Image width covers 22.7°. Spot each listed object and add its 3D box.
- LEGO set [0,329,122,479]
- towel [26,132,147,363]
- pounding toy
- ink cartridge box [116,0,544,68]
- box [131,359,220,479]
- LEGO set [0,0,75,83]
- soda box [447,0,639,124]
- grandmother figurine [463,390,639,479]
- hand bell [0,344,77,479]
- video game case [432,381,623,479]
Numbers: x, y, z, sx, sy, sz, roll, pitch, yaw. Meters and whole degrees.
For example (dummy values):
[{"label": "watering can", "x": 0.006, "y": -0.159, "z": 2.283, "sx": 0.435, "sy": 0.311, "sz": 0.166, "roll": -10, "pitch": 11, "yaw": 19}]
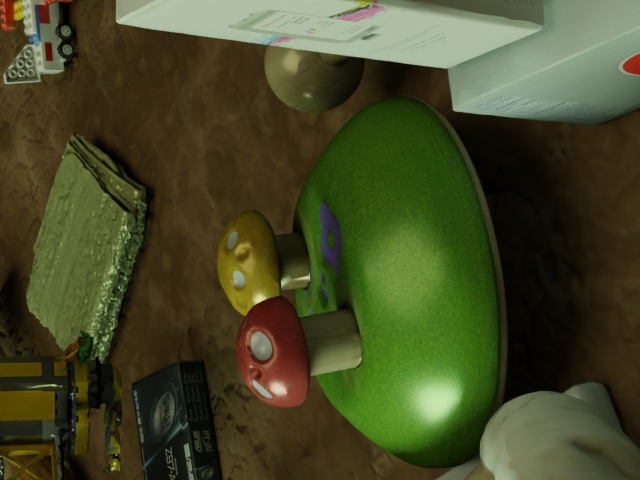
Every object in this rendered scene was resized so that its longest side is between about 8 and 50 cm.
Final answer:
[{"label": "LEGO set", "x": -0.109, "y": 0.227, "z": 0.953, "sx": 0.255, "sy": 0.192, "sz": 0.331, "roll": -111, "pitch": 24, "yaw": -59}, {"label": "towel", "x": -0.164, "y": 0.009, "z": 1.117, "sx": 0.110, "sy": 0.027, "sz": 0.148, "roll": 43, "pitch": 122, "yaw": 45}, {"label": "pounding toy", "x": 0.000, "y": 0.000, "z": 0.767, "sx": 0.183, "sy": 0.110, "sz": 0.236, "roll": 172, "pitch": 90, "yaw": -73}, {"label": "ink cartridge box", "x": -0.013, "y": -0.137, "z": 0.602, "sx": 0.067, "sy": 0.198, "sz": 0.115, "roll": -15, "pitch": 75, "yaw": 54}, {"label": "box", "x": -0.094, "y": 0.125, "z": 1.025, "sx": 0.067, "sy": 0.018, "sz": 0.083, "roll": -27, "pitch": 68, "yaw": 52}, {"label": "LEGO set", "x": -0.213, "y": -0.236, "z": 1.163, "sx": 0.244, "sy": 0.060, "sz": 0.182, "roll": 53, "pitch": 134, "yaw": 40}, {"label": "soda box", "x": 0.164, "y": -0.130, "z": 0.603, "sx": 0.286, "sy": 0.091, "sz": 0.098, "roll": -20, "pitch": 73, "yaw": 53}, {"label": "grandmother figurine", "x": 0.051, "y": 0.205, "z": 0.719, "sx": 0.208, "sy": 0.104, "sz": 0.342, "roll": 50, "pitch": 131, "yaw": 32}, {"label": "hand bell", "x": -0.235, "y": 0.138, "z": 1.175, "sx": 0.242, "sy": 0.126, "sz": 0.126, "roll": 47, "pitch": 127, "yaw": 28}, {"label": "video game case", "x": 0.102, "y": 0.202, "z": 0.748, "sx": 0.193, "sy": 0.023, "sz": 0.212, "roll": -44, "pitch": 56, "yaw": 45}]
